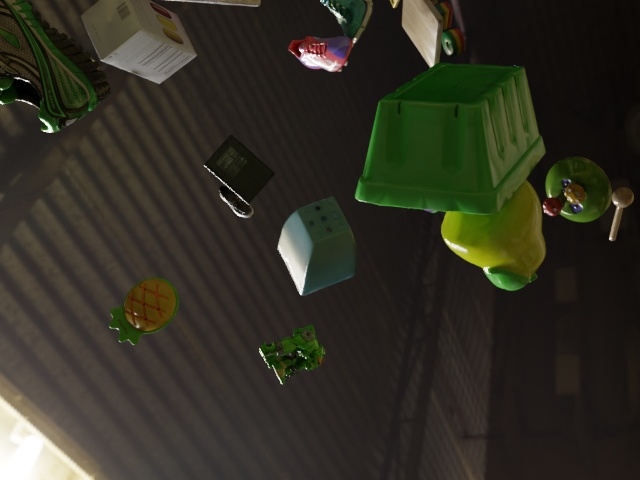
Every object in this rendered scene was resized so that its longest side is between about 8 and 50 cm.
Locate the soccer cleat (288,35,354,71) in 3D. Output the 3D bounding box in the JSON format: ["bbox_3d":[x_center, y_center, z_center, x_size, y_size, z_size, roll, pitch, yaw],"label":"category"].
[{"bbox_3d":[0.000,-0.454,2.075,0.083,0.095,0.248,-70,22,2],"label":"soccer cleat"}]

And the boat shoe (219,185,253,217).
[{"bbox_3d":[-0.265,-0.121,2.687,0.049,0.142,0.040,-47,-26,-12],"label":"boat shoe"}]

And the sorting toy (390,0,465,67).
[{"bbox_3d":[0.199,-0.419,1.621,0.132,0.046,0.275,85,160,-59],"label":"sorting toy"}]

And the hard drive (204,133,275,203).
[{"bbox_3d":[-0.182,-0.160,1.963,0.135,0.094,0.022,42,180,-3],"label":"hard drive"}]

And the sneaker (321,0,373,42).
[{"bbox_3d":[0.048,-0.564,2.081,0.109,0.107,0.275,15,-146,-28],"label":"sneaker"}]

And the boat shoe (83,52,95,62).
[{"bbox_3d":[-0.621,-0.447,2.128,0.178,0.064,0.060,21,-86,-55],"label":"boat shoe"}]

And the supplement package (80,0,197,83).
[{"bbox_3d":[-0.440,-0.501,2.127,0.139,0.133,0.244,63,-161,14],"label":"supplement package"}]

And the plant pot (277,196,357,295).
[{"bbox_3d":[0.000,0.000,2.253,0.234,0.165,0.166,102,145,-62],"label":"plant pot"}]

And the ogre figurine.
[{"bbox_3d":[-0.056,0.241,1.869,0.097,0.118,0.197,-113,-3,-45],"label":"ogre figurine"}]

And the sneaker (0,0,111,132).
[{"bbox_3d":[-0.515,-0.319,1.413,0.146,0.343,0.134,-49,-2,-21],"label":"sneaker"}]

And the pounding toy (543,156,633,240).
[{"bbox_3d":[0.671,-0.102,2.254,0.110,0.236,0.183,-31,-35,-38],"label":"pounding toy"}]

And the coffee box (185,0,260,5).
[{"bbox_3d":[-0.376,-0.864,2.513,0.338,0.337,0.335,-36,-48,-67],"label":"coffee box"}]

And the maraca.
[{"bbox_3d":[-0.425,0.169,2.091,0.127,0.185,0.099,52,-177,14],"label":"maraca"}]

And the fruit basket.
[{"bbox_3d":[0.252,-0.097,1.502,0.392,0.282,0.392,-30,-56,-59],"label":"fruit basket"}]
